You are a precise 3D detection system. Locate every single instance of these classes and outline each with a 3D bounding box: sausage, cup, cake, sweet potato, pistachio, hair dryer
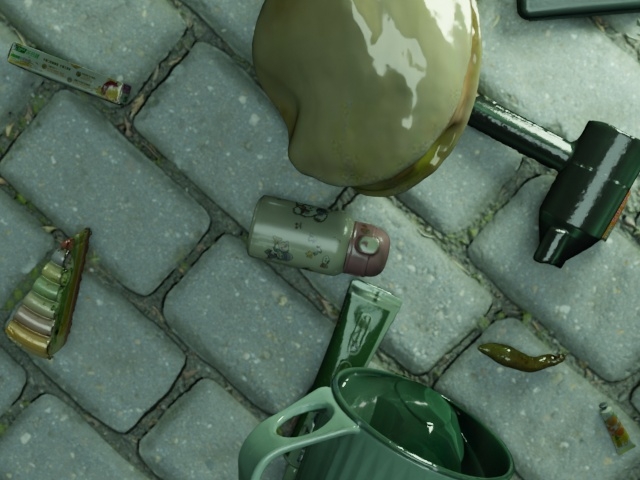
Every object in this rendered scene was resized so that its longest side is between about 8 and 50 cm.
[{"bbox_3d":[0.493,-0.052,1.363,0.031,0.031,0.107,27,98,0],"label":"sausage"},{"bbox_3d":[0.055,0.414,1.309,0.400,0.310,0.393,24,101,1],"label":"cup"},{"bbox_3d":[-0.468,0.082,1.397,0.090,0.109,0.226,17,98,2],"label":"cake"},{"bbox_3d":[0.346,0.205,1.399,0.153,0.038,0.041,8,120,1],"label":"sweet potato"},{"bbox_3d":[0.066,-0.290,1.238,0.365,0.281,0.446,0,89,31],"label":"pistachio"},{"bbox_3d":[0.348,-0.112,1.341,0.302,0.116,0.244,30,98,11],"label":"hair dryer"}]

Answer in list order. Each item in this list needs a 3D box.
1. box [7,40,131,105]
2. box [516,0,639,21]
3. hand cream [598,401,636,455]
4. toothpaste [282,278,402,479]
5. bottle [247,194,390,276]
[{"bbox_3d":[-0.428,-0.283,1.382,0.207,0.050,0.041,21,96,1],"label":"box"},{"bbox_3d":[0.432,-0.444,1.311,0.230,0.050,0.160,-4,96,4],"label":"box"},{"bbox_3d":[0.515,0.327,1.412,0.035,0.022,0.102,-29,99,1],"label":"hand cream"},{"bbox_3d":[0.020,0.258,1.415,0.098,0.061,0.392,24,95,-7],"label":"toothpaste"},{"bbox_3d":[0.000,0.000,1.359,0.233,0.110,0.110,13,97,3],"label":"bottle"}]
